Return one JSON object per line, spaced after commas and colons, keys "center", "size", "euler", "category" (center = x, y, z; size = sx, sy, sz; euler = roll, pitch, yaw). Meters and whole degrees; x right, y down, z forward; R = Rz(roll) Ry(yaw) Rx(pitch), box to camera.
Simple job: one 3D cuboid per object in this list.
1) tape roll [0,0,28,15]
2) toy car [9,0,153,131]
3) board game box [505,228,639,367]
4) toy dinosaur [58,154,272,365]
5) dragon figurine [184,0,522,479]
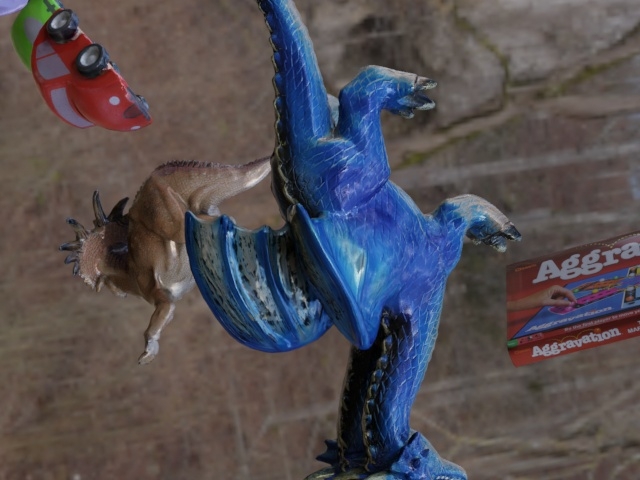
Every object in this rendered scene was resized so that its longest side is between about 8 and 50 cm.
{"center": [-0.358, -0.318, 1.331], "size": [0.080, 0.189, 0.189], "euler": [12, -69, 53], "category": "tape roll"}
{"center": [-0.197, -0.147, 0.917], "size": [0.239, 0.053, 0.225], "euler": [51, -3, 4], "category": "toy car"}
{"center": [0.310, 0.033, 1.226], "size": [0.145, 0.281, 0.027], "euler": [-77, 147, -60], "category": "board game box"}
{"center": [-0.168, -0.011, 1.393], "size": [0.200, 0.127, 0.295], "euler": [48, -61, 19], "category": "toy dinosaur"}
{"center": [0.000, 0.000, 0.590], "size": [0.085, 0.144, 0.289], "euler": [-4, -52, 46], "category": "dragon figurine"}
